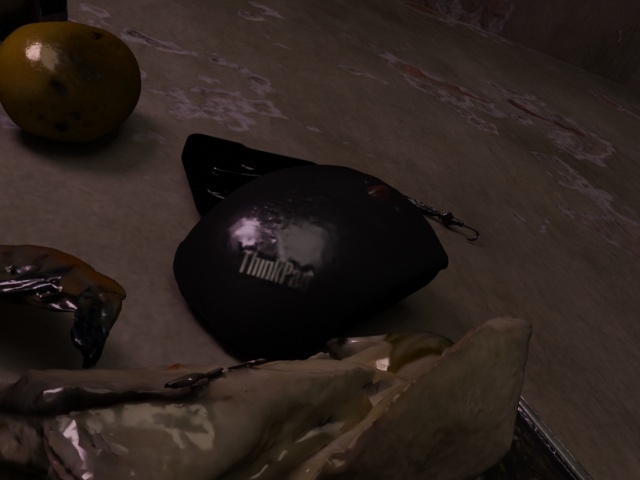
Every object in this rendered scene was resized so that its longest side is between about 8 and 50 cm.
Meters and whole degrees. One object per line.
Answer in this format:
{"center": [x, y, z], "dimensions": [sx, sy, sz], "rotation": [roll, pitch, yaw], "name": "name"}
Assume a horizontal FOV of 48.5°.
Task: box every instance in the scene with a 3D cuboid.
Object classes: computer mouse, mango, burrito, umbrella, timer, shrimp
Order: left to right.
{"center": [-0.232, 0.055, 0.408], "dimensions": [0.198, 0.051, 0.262], "rotation": [9, 21, 32], "name": "shrimp"}
{"center": [-0.263, -0.179, 0.769], "dimensions": [0.137, 0.098, 0.195], "rotation": [47, 33, -15], "name": "mango"}
{"center": [-0.055, -0.064, 0.805], "dimensions": [0.187, 0.055, 0.144], "rotation": [9, 31, -28], "name": "timer"}
{"center": [-0.023, 0.123, 0.422], "dimensions": [0.332, 0.190, 0.135], "rotation": [-4, 75, -39], "name": "burrito"}
{"center": [0.000, 0.000, 0.657], "dimensions": [0.170, 0.100, 0.269], "rotation": [47, 42, 19], "name": "computer mouse"}
{"center": [0.150, -0.042, 0.966], "dimensions": [0.149, 0.022, 0.022], "rotation": [31, -9, 13], "name": "umbrella"}

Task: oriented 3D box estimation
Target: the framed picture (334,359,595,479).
{"center": [0.138, 0.190, 0.564], "dimensions": [0.232, 0.019, 0.296], "rotation": [1, 36, -36], "name": "framed picture"}

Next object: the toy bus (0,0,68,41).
{"center": [-0.420, -0.325, 0.918], "dimensions": [0.178, 0.098, 0.087], "rotation": [26, 27, 1], "name": "toy bus"}

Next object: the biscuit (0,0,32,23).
{"center": [-0.468, -0.365, 0.812], "dimensions": [0.332, 0.103, 0.332], "rotation": [5, 60, -9], "name": "biscuit"}
